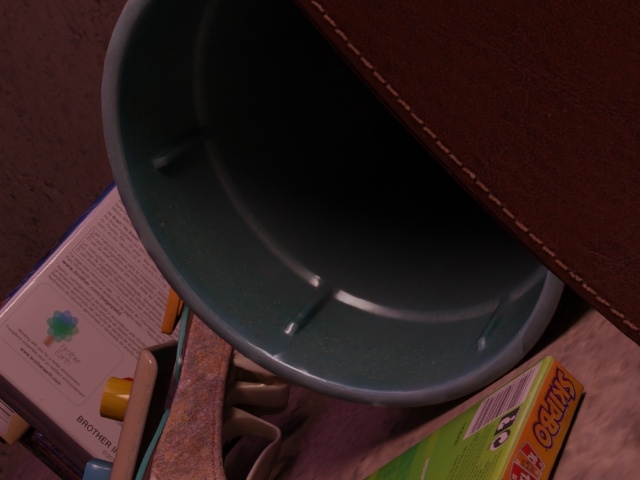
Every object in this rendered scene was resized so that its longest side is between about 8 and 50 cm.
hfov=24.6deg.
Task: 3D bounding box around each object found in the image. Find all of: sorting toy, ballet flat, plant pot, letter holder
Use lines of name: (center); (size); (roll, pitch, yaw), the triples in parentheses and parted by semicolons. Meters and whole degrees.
sorting toy: (-0.177, 0.178, 1.333); (0.196, 0.047, 0.347); (107, 176, -89)
ballet flat: (-0.082, 0.148, 1.256); (0.316, 0.106, 0.107); (-80, -8, -49)
plant pot: (0.079, -0.111, 1.057); (0.341, 0.341, 0.334); (-41, 1, 42)
letter holder: (0.143, -0.093, 0.533); (0.214, 0.302, 0.152); (-46, 7, 15)

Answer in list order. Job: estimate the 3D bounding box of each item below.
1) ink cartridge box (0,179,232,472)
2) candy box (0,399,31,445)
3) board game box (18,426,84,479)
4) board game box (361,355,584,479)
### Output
ink cartridge box: (-0.147, 0.060, 1.548); (0.395, 0.270, 0.151); (-49, 10, -18)
candy box: (-0.308, 0.108, 1.815); (0.316, 0.087, 0.183); (-48, 7, -14)
board game box: (-0.229, 0.199, 1.792); (0.232, 0.141, 0.291); (-49, 7, -16)
board game box: (0.036, 0.167, 0.830); (0.259, 0.039, 0.124); (-38, 11, 39)
